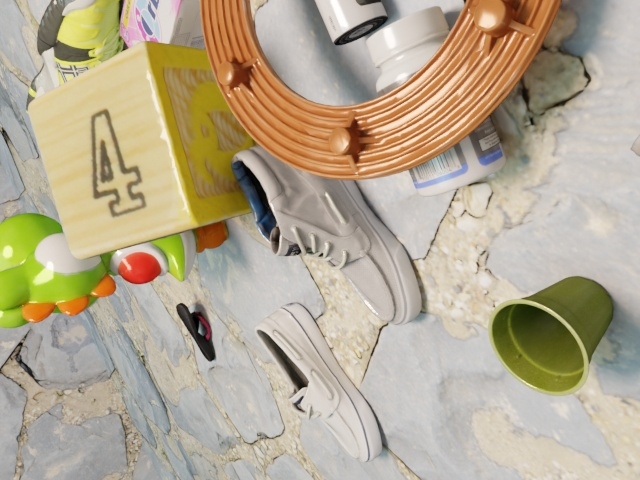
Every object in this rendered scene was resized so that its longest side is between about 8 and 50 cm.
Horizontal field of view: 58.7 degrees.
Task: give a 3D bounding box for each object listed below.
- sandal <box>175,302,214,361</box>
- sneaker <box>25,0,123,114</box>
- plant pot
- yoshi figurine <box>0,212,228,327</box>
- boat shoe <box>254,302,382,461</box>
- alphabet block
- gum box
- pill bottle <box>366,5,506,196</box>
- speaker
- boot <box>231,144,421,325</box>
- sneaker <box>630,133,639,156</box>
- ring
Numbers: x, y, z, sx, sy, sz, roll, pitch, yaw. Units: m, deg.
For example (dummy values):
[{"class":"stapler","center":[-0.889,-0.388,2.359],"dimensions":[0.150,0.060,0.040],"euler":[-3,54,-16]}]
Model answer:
[{"class":"sandal","center":[-0.253,0.184,1.187],"dimensions":[0.067,0.040,0.179],"euler":[38,154,41]},{"class":"sneaker","center":[-0.379,-0.299,0.954],"dimensions":[0.147,0.145,0.384],"euler":[34,146,-13]},{"class":"plant pot","center":[0.193,0.068,0.458],"dimensions":[0.083,0.079,0.083],"euler":[31,136,37]},{"class":"yoshi figurine","center":[-0.326,-0.011,0.845],"dimensions":[0.203,0.362,0.204],"euler":[-1,113,54]},{"class":"boat shoe","center":[-0.010,0.219,0.833],"dimensions":[0.258,0.084,0.095],"euler":[56,146,10]},{"class":"alphabet block","center":[-0.186,-0.102,0.677],"dimensions":[0.197,0.192,0.193],"euler":[-13,96,29]},{"class":"gum box","center":[-0.203,-0.294,0.749],"dimensions":[0.107,0.062,0.188],"euler":[57,146,9]},{"class":"pill bottle","center":[0.092,-0.112,0.467],"dimensions":[0.078,0.078,0.137],"euler":[-12,103,56]},{"class":"speaker","center":[0.008,-0.249,0.505],"dimensions":[0.055,0.055,0.136],"euler":[-17,99,56]},{"class":"boot","center":[0.000,0.000,0.629],"dimensions":[0.258,0.123,0.095],"euler":[58,147,6]},{"class":"sneaker","center":[0.264,-0.100,0.206],"dimensions":[0.121,0.108,0.302],"euler":[47,142,8]},{"class":"ring","center":[0.016,-0.214,0.431],"dimensions":[0.336,0.032,0.337],"euler":[6,100,38]}]
